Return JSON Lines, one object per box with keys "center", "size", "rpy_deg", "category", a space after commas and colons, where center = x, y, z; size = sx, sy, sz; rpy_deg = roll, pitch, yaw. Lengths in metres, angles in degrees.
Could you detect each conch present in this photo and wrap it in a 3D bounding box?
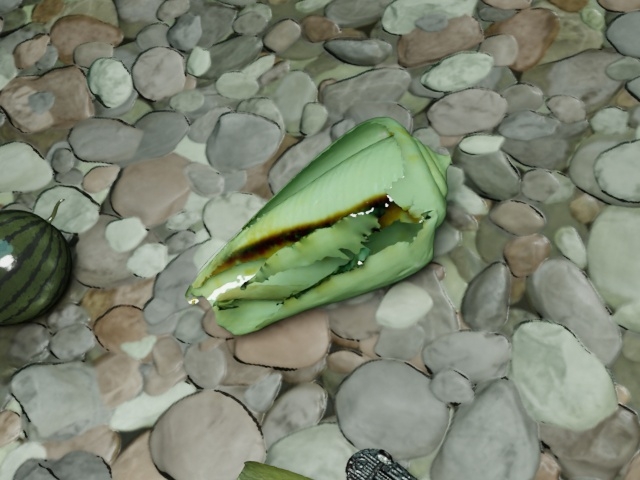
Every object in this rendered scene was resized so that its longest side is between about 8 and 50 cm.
{"center": [0.007, -0.002, 0.950], "size": [0.251, 0.137, 0.143], "rpy_deg": [-33, 58, -13], "category": "conch"}

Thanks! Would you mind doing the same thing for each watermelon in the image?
{"center": [-0.276, 0.014, 1.005], "size": [0.133, 0.105, 0.105], "rpy_deg": [-48, 60, -1], "category": "watermelon"}

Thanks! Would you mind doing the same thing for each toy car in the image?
{"center": [0.060, 0.201, 0.871], "size": [0.093, 0.025, 0.041], "rpy_deg": [33, 66, 24], "category": "toy car"}

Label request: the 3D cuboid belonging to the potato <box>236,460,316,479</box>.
{"center": [-0.014, 0.253, 0.839], "size": [0.149, 0.081, 0.120], "rpy_deg": [22, 92, 5], "category": "potato"}
